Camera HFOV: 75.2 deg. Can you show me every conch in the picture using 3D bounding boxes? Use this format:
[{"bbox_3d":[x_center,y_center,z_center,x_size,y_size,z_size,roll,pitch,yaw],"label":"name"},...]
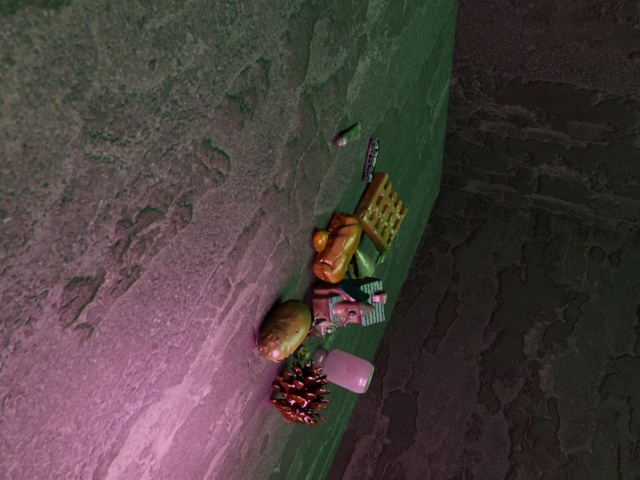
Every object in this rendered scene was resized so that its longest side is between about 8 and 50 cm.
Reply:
[{"bbox_3d":[0.176,0.105,2.116,0.158,0.127,0.255,-37,125,-10],"label":"conch"}]

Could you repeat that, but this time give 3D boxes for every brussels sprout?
[{"bbox_3d":[-0.079,0.503,1.841,0.085,0.058,0.085,-17,112,-49],"label":"brussels sprout"}]

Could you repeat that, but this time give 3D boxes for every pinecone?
[{"bbox_3d":[-0.078,0.604,1.670,0.264,0.264,0.264,-50,149,-45],"label":"pinecone"}]

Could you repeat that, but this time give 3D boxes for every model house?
[{"bbox_3d":[0.143,0.287,1.815,0.312,0.280,0.245,-25,111,-70],"label":"model house"}]

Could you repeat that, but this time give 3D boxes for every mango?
[{"bbox_3d":[0.000,0.000,1.645,0.114,0.057,0.079,93,14,-47],"label":"mango"}]

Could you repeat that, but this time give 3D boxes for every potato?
[{"bbox_3d":[-0.122,0.309,1.451,0.251,0.149,0.113,-54,159,-41],"label":"potato"}]

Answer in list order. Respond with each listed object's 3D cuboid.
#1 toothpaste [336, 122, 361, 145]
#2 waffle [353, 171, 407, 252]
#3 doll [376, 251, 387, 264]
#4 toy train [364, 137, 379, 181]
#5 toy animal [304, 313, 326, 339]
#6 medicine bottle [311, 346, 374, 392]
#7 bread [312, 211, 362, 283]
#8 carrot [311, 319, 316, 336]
[{"bbox_3d":[0.116,-0.411,1.644,0.255,0.037,0.067,-46,141,-56],"label":"toothpaste"},{"bbox_3d":[0.318,-0.136,2.157,0.348,0.078,0.304,47,62,-42],"label":"waffle"},{"bbox_3d":[0.417,0.086,2.753,0.190,0.050,0.115,-57,157,-31],"label":"doll"},{"bbox_3d":[0.242,-0.381,1.962,0.043,0.047,0.207,-30,132,-62],"label":"toy train"},{"bbox_3d":[-0.073,0.338,1.577,0.270,0.082,0.137,-27,156,-28],"label":"toy animal"},{"bbox_3d":[0.106,0.633,2.061,0.111,0.296,0.161,55,53,-66],"label":"medicine bottle"},{"bbox_3d":[0.074,0.031,1.754,0.167,0.132,0.294,72,38,-66],"label":"bread"},{"bbox_3d":[-0.083,0.341,1.703,0.078,0.078,0.298,-67,152,-14],"label":"carrot"}]
